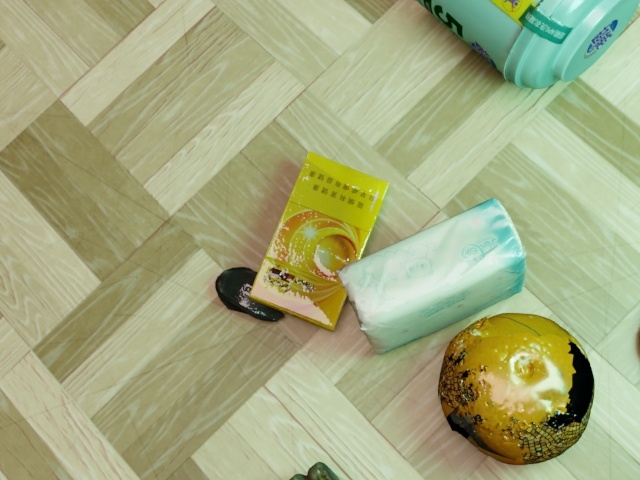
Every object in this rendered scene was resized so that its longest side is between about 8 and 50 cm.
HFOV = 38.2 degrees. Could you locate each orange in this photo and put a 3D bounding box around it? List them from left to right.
[{"bbox_3d":[0.293,0.216,1.383,0.234,0.182,0.234,-4,61,7],"label":"orange"}]

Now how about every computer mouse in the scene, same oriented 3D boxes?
[{"bbox_3d":[-0.116,0.087,1.546,0.135,0.047,0.079,24,80,12],"label":"computer mouse"}]

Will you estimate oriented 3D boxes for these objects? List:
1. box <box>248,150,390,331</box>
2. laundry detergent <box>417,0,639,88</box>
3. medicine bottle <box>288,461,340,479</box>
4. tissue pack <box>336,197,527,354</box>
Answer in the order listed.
[{"bbox_3d":[0.000,0.000,1.534,0.152,0.043,0.269,22,76,2],"label":"box"},{"bbox_3d":[0.338,-0.419,1.490,0.287,0.287,0.305,-43,73,-4],"label":"laundry detergent"},{"bbox_3d":[-0.084,0.482,1.374,0.322,0.151,0.151,-38,72,-3],"label":"medicine bottle"},{"bbox_3d":[0.176,0.061,1.427,0.271,0.201,0.124,-24,65,2],"label":"tissue pack"}]
